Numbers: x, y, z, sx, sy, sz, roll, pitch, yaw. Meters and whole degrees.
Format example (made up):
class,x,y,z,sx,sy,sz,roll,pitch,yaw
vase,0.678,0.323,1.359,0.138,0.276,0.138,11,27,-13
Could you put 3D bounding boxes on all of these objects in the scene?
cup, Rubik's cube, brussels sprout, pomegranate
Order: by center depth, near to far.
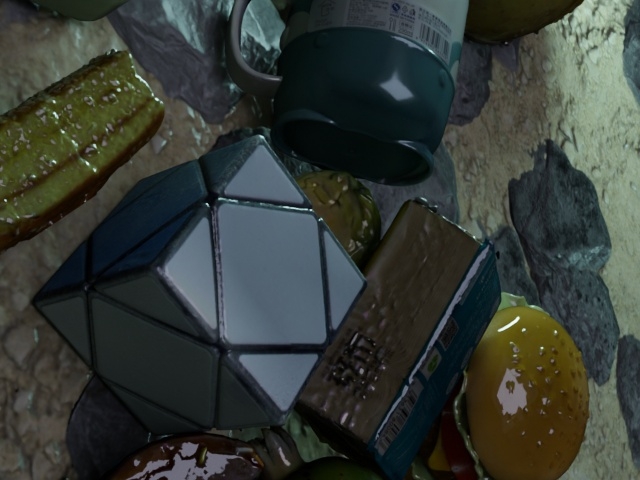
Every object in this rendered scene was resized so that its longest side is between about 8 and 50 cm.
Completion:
class,x,y,z,sx,sy,sz,roll,pitch,yaw
Rubik's cube,-0.115,0.051,1.101,0.207,0.205,0.205,55,47,-22
pomegranate,-0.013,0.294,1.185,0.180,0.180,0.210,-28,80,-46
brussels sprout,0.003,0.000,1.299,0.151,0.149,0.122,-46,154,-8
cup,0.028,-0.224,1.339,0.289,0.219,0.258,16,65,-10

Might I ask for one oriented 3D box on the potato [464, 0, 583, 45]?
class,x,y,z,sx,sy,sz,roll,pitch,yaw
potato,0.326,-0.515,1.641,0.442,0.319,0.386,-22,95,-44

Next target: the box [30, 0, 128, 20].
class,x,y,z,sx,sy,sz,roll,pitch,yaw
box,-0.333,-0.438,1.089,0.373,0.090,0.367,17,67,-42

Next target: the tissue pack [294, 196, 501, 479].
class,x,y,z,sx,sy,sz,roll,pitch,yaw
tissue pack,0.088,0.116,1.240,0.271,0.134,0.192,-57,158,-16

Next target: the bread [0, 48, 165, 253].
class,x,y,z,sx,sy,sz,roll,pitch,yaw
bread,-0.265,-0.059,0.990,0.111,0.184,0.234,56,46,-11

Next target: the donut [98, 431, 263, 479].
class,x,y,z,sx,sy,sz,roll,pitch,yaw
donut,-0.140,0.303,1.064,0.216,0.096,0.230,-25,98,-28

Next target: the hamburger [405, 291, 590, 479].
class,x,y,z,sx,sy,sz,roll,pitch,yaw
hamburger,0.225,0.202,1.410,0.274,0.212,0.275,14,70,-44
